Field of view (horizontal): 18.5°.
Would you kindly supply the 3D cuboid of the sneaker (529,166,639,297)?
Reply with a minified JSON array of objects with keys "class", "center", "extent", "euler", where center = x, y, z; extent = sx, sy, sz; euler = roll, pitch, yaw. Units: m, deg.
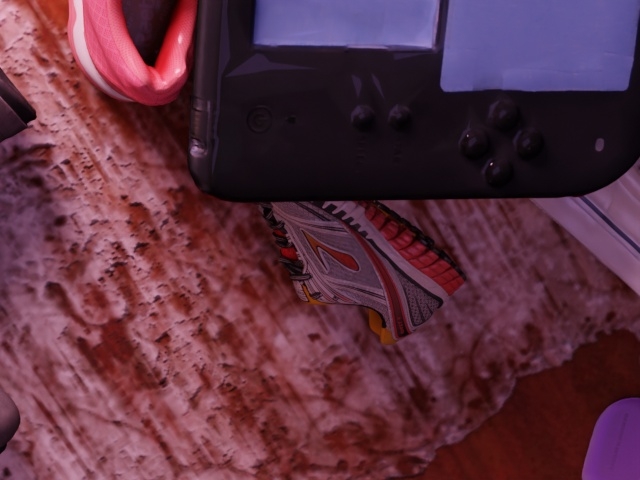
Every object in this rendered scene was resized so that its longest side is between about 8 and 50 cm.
[{"class":"sneaker","center":[0.272,0.007,1.489],"extent":[0.258,0.094,0.091],"euler":[38,98,-20]}]

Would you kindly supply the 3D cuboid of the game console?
[{"class":"game console","center":[0.088,-0.214,1.304],"extent":[0.342,0.060,0.386],"euler":[-3,109,-24]}]

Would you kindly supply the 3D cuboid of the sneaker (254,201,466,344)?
[{"class":"sneaker","center":[0.000,0.000,1.422],"extent":[0.225,0.088,0.093],"euler":[35,96,-21]}]

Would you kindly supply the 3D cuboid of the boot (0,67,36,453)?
[{"class":"boot","center":[-0.271,-0.018,1.338],"extent":[0.223,0.118,0.338],"euler":[-44,116,-4]}]

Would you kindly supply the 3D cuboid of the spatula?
[{"class":"spatula","center":[0.360,0.185,1.599],"extent":[0.296,0.030,0.084],"euler":[9,101,-17]}]

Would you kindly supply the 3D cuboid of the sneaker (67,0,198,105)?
[{"class":"sneaker","center":[-0.105,-0.237,1.298],"extent":[0.116,0.136,0.314],"euler":[-4,107,-14]}]
